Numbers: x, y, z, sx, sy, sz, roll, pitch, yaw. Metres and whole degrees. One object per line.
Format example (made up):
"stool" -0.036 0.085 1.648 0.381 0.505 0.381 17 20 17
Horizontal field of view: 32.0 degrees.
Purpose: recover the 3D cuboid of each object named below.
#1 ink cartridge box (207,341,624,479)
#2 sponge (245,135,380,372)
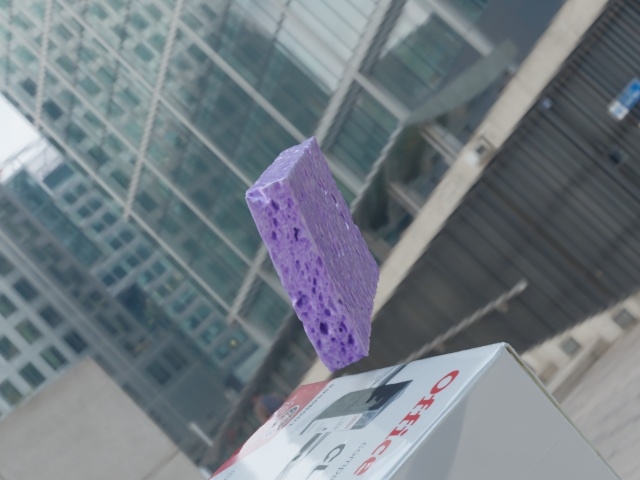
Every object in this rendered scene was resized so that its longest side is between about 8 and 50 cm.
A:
"ink cartridge box" 0.011 0.173 0.618 0.197 0.114 0.273 -43 8 -25
"sponge" 0.000 0.000 0.735 0.031 0.117 0.210 -24 9 9
